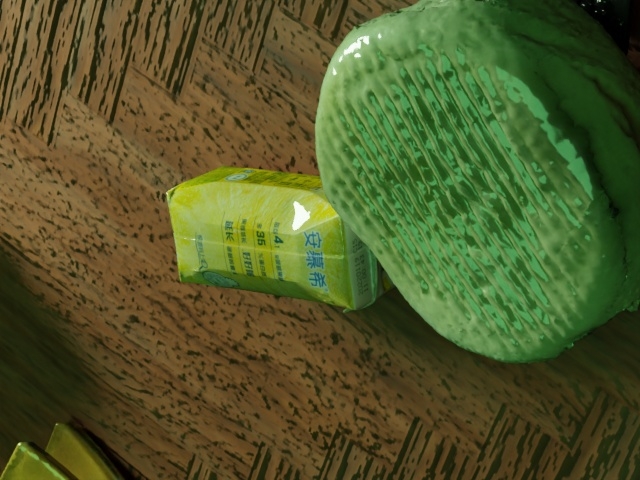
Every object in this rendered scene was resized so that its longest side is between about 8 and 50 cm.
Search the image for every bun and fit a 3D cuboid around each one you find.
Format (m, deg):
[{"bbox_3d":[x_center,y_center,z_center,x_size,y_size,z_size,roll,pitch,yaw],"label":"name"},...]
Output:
[{"bbox_3d":[0.102,-0.046,0.948,0.221,0.108,0.221,23,130,31],"label":"bun"}]

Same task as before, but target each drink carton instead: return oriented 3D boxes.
[{"bbox_3d":[0.000,0.000,1.073,0.200,0.074,0.084,7,111,38],"label":"drink carton"}]

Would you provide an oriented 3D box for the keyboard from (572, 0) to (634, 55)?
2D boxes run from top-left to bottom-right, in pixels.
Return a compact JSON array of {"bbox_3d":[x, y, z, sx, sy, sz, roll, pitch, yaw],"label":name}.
[{"bbox_3d":[0.140,-0.180,0.874,0.061,0.013,0.204,37,151,30],"label":"keyboard"}]

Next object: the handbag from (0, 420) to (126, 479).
[{"bbox_3d":[-0.140,0.357,1.278,0.401,0.133,0.283,46,119,24],"label":"handbag"}]
